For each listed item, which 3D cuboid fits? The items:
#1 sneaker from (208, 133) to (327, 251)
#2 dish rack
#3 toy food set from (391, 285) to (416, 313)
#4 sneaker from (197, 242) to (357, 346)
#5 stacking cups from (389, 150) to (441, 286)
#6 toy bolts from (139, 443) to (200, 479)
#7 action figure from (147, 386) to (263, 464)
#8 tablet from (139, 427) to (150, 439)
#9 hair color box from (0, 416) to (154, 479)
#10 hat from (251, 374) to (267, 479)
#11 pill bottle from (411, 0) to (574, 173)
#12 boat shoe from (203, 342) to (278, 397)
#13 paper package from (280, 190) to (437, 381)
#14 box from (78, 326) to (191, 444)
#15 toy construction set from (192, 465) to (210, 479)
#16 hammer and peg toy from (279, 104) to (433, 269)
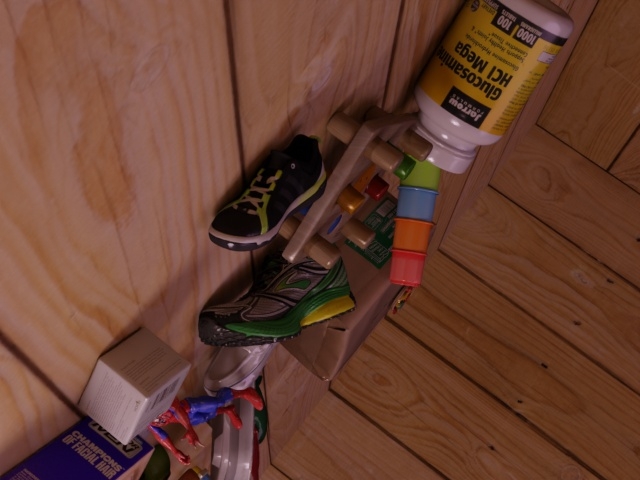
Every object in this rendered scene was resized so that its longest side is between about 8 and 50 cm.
[{"bbox_3d":[-0.072,-0.074,1.357,0.234,0.084,0.097,-44,142,-46],"label":"sneaker"},{"bbox_3d":[-0.177,0.364,1.944,0.333,0.072,0.286,110,-17,-56],"label":"dish rack"},{"bbox_3d":[0.182,0.125,2.239,0.083,0.020,0.083,-52,170,-8],"label":"toy food set"},{"bbox_3d":[-0.081,0.087,1.693,0.134,0.146,0.343,-10,-174,38],"label":"sneaker"},{"bbox_3d":[0.194,-0.067,2.002,0.096,0.096,0.316,11,84,-78],"label":"stacking cups"},{"bbox_3d":[-0.323,0.535,1.891,0.218,0.158,0.229,-38,161,-55],"label":"toy bolts"},{"bbox_3d":[-0.193,0.302,1.646,0.091,0.139,0.280,-47,147,22],"label":"action figure"},{"bbox_3d":[-0.301,0.326,1.745,0.054,0.006,0.083,-41,164,-50],"label":"tablet"},{"bbox_3d":[-0.375,0.376,1.328,0.185,0.110,0.339,-61,169,27],"label":"hair color box"},{"bbox_3d":[-0.132,0.448,2.362,0.208,0.183,0.173,-55,169,5],"label":"hat"},{"bbox_3d":[0.287,-0.294,1.829,0.334,0.188,0.188,-59,168,23],"label":"pill bottle"},{"bbox_3d":[-0.117,0.161,1.807,0.267,0.096,0.088,-44,139,-14],"label":"boat shoe"},{"bbox_3d":[0.069,0.092,2.163,0.325,0.168,0.309,-48,168,-25],"label":"paper package"},{"bbox_3d":[-0.245,0.191,1.346,0.101,0.087,0.102,-38,161,-55],"label":"box"},{"bbox_3d":[-0.343,0.682,2.346,0.215,0.151,0.328,-43,154,-45],"label":"toy construction set"},{"bbox_3d":[0.068,-0.091,1.689,0.266,0.127,0.361,-57,169,19],"label":"hammer and peg toy"}]
